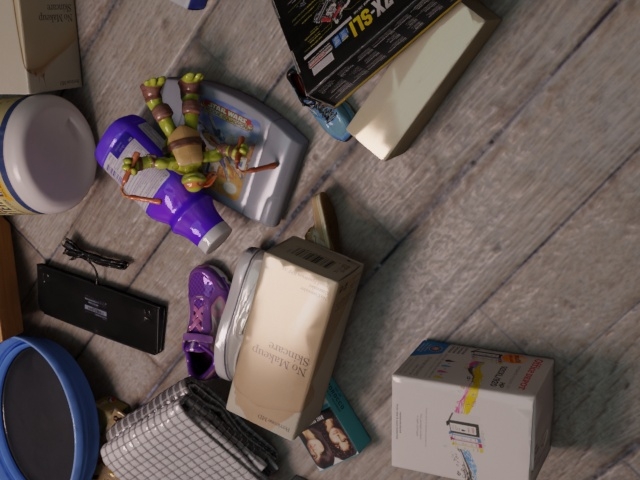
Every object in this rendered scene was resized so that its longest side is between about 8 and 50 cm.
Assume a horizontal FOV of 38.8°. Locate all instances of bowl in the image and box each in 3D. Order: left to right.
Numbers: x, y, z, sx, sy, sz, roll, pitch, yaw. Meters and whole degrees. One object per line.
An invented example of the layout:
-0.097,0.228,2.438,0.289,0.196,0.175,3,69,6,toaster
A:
-0.615,0.393,1.949,0.391,0.077,0.392,3,95,38,bowl

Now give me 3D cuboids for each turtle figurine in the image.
-0.222,-0.175,1.568,0.269,0.087,0.218,-11,84,-10,turtle figurine

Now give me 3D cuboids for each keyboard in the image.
-0.453,0.104,1.867,0.317,0.033,0.202,17,117,20,keyboard

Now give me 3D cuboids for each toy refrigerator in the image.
0.157,-0.262,1.429,0.094,0.102,0.270,41,118,11,toy refrigerator

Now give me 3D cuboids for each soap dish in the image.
-0.743,0.095,1.916,0.228,0.118,0.291,-18,77,28,soap dish

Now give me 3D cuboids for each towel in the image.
-0.245,0.414,1.759,0.235,0.121,0.284,-34,115,22,towel

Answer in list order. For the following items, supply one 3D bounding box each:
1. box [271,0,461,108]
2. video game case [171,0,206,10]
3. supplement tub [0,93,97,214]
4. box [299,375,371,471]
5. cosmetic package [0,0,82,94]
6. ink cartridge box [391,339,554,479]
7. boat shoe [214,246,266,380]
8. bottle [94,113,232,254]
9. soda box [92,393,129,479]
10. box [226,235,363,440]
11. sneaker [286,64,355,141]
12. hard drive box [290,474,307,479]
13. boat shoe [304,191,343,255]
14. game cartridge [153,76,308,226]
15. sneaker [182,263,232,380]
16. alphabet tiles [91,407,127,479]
0.073,-0.399,1.383,0.322,0.079,0.257,-38,58,29,box
-0.273,-0.574,1.576,0.244,0.061,0.270,29,114,15,video game case
-0.623,-0.160,1.763,0.316,0.228,0.229,-1,103,26,supplement tub
-0.016,0.298,1.690,0.100,0.060,0.244,-33,88,29,box
-0.548,-0.433,1.693,0.113,0.160,0.310,4,106,25,cosmetic package
0.253,0.282,1.491,0.232,0.171,0.168,6,107,24,ink cartridge box
-0.124,0.147,1.687,0.088,0.096,0.268,22,103,23,boat shoe
-0.277,-0.096,1.632,0.283,0.092,0.118,44,122,8,bottle
-0.464,0.425,1.944,0.061,0.058,0.181,24,114,19,soda box
-0.046,0.167,1.565,0.147,0.121,0.311,21,111,18,box
-0.006,-0.229,1.532,0.063,0.073,0.162,-42,84,28,sneaker
0.019,0.584,1.735,0.232,0.089,0.181,20,111,20,hard drive box
0.000,0.000,1.599,0.059,0.063,0.170,-7,102,21,boat shoe
-0.174,-0.173,1.643,0.297,0.062,0.198,27,118,17,game cartridge
-0.220,0.166,1.728,0.095,0.104,0.237,4,105,26,sneaker
-0.421,0.470,1.902,0.198,0.009,0.237,32,114,9,alphabet tiles
